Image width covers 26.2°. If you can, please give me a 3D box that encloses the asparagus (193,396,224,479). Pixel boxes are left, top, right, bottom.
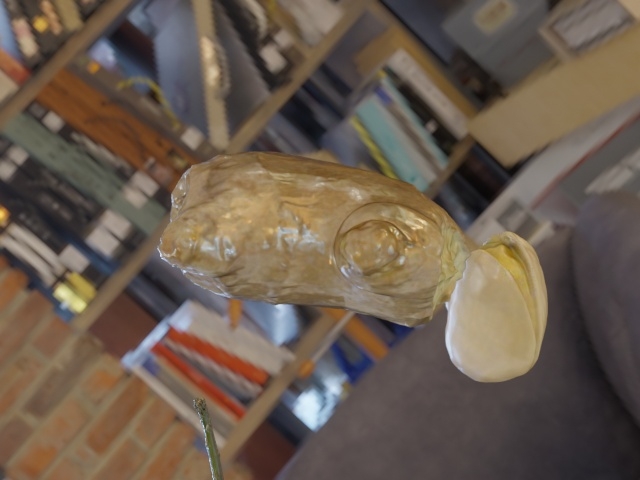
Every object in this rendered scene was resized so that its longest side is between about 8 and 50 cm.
[{"bbox_3d":[-0.126,0.238,1.590,0.015,0.127,0.018,-4,18,24],"label":"asparagus"}]

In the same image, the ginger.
[{"bbox_3d":[0.000,0.000,1.151,0.221,0.276,0.130,-145,59,-67],"label":"ginger"}]

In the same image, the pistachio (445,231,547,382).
[{"bbox_3d":[0.215,0.081,1.619,0.117,0.145,0.200,-23,-38,-33],"label":"pistachio"}]
